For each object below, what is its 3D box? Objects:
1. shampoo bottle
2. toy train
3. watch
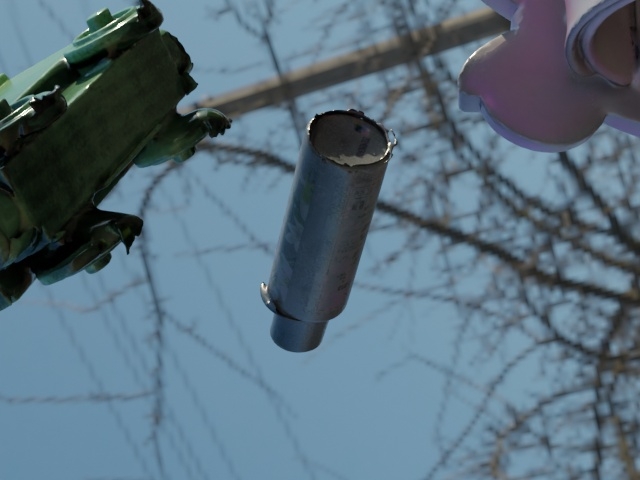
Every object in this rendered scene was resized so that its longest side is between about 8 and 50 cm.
[{"bbox_3d":[0.000,0.000,1.286,0.072,0.072,0.214,-72,-2,-47],"label":"shampoo bottle"},{"bbox_3d":[-0.189,-0.049,1.123,0.120,0.202,0.301,56,-149,-16],"label":"toy train"},{"bbox_3d":[0.231,-0.183,1.153,0.217,0.248,0.211,111,162,-66],"label":"watch"}]
